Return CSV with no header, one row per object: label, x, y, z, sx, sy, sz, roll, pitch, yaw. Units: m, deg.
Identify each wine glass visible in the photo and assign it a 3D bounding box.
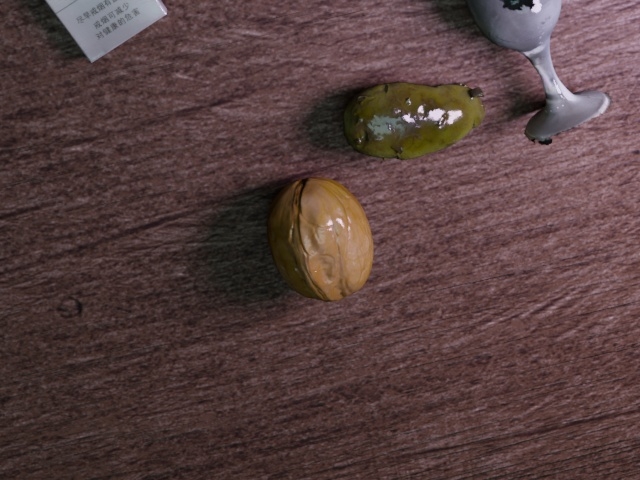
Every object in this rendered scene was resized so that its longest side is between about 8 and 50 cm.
wine glass,0.304,-0.304,1.929,0.143,0.143,0.321,-29,114,6

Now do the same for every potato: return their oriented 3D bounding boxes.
potato,0.141,-0.183,1.987,0.225,0.090,0.117,-8,110,-11

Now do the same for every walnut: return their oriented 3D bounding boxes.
walnut,0.000,0.000,2.022,0.159,0.159,0.207,-20,116,2

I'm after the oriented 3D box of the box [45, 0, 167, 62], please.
box,-0.338,-0.384,1.856,0.139,0.035,0.245,-32,115,9
